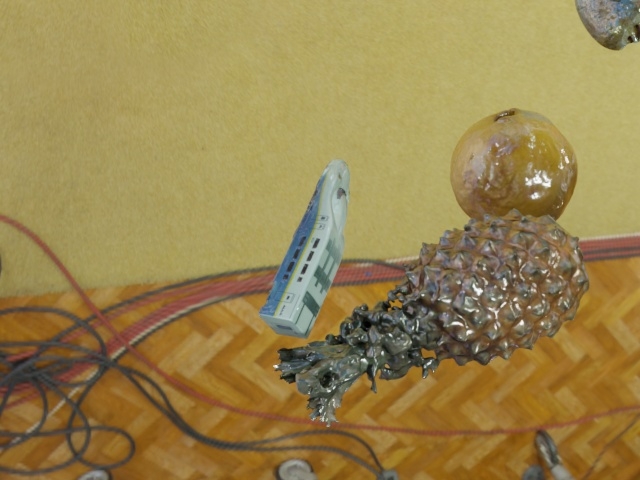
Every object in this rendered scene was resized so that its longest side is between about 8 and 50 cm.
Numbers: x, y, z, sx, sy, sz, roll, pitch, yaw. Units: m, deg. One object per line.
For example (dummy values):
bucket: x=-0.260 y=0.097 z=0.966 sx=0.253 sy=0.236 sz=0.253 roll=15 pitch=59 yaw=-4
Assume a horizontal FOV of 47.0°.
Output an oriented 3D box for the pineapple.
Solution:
pineapple: x=0.125 y=0.085 z=0.818 sx=0.361 sy=0.175 sz=0.174 roll=-23 pitch=122 yaw=-21

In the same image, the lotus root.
lotus root: x=0.493 y=-0.408 z=1.248 sx=0.113 sy=0.192 sz=0.088 roll=-27 pitch=157 yaw=13

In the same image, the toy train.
toy train: x=0.000 y=0.000 z=0.860 sx=0.052 sy=0.051 sz=0.233 roll=56 pitch=50 yaw=-48

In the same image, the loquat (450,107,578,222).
loquat: x=0.347 y=-0.120 z=1.333 sx=0.239 sy=0.193 sz=0.238 roll=-2 pitch=120 yaw=-4
